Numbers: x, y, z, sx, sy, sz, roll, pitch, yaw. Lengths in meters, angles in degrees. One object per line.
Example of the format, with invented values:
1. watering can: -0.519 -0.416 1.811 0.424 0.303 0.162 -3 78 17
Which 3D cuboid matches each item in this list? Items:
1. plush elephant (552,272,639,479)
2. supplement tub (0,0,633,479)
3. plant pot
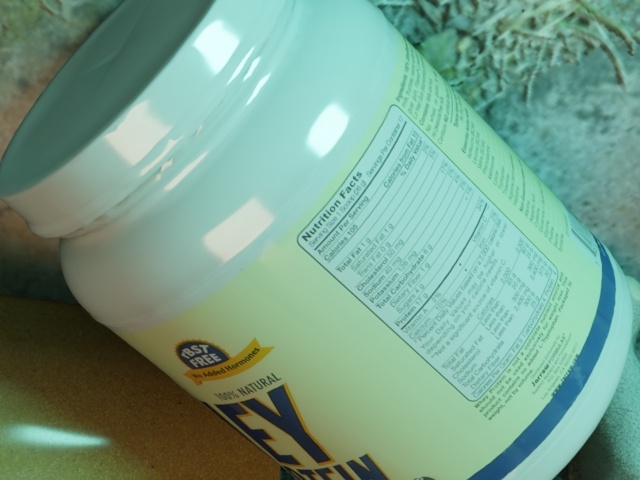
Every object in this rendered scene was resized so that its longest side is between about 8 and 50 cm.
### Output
1. plush elephant: 0.264 0.213 0.917 0.255 0.330 0.272 10 123 -31
2. supplement tub: 0.000 0.000 0.782 0.235 0.235 0.325 -37 116 23
3. plant pot: -0.162 0.139 0.904 0.254 0.237 0.237 -4 125 -13
